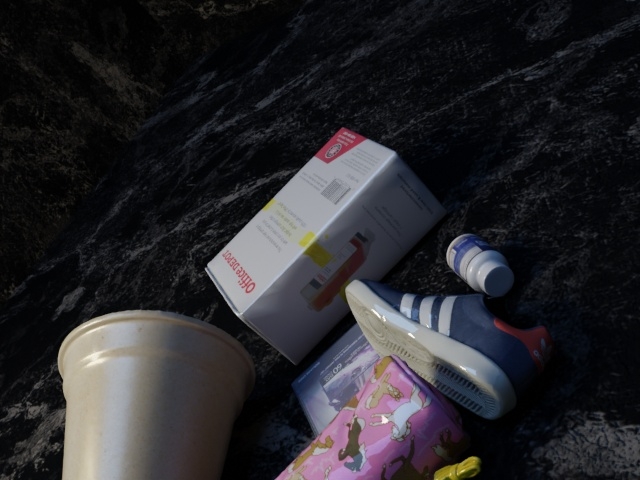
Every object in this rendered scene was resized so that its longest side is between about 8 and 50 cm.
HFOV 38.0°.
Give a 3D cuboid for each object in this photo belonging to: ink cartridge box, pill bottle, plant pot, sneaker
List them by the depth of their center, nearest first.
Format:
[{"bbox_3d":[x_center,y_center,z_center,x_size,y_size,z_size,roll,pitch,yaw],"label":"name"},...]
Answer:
[{"bbox_3d":[0.178,0.119,1.297,0.148,0.131,0.350,-36,37,-19],"label":"sneaker"},{"bbox_3d":[0.241,0.039,1.395,0.067,0.067,0.120,-43,26,2],"label":"pill bottle"},{"bbox_3d":[-0.276,0.331,1.480,0.333,0.334,0.306,-29,41,29],"label":"plant pot"},{"bbox_3d":[0.000,0.000,1.699,0.384,0.160,0.279,-45,25,-1],"label":"ink cartridge box"}]

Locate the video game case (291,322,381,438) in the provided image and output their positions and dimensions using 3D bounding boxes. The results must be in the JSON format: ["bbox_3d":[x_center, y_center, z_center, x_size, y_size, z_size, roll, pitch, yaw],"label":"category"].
[{"bbox_3d":[0.062,0.227,1.428,0.196,0.026,0.274,-43,25,3],"label":"video game case"}]

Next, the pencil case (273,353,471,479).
[{"bbox_3d":[0.015,0.329,1.190,0.386,0.160,0.167,-46,3,-2],"label":"pencil case"}]

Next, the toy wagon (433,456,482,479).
[{"bbox_3d":[0.164,0.388,0.988,0.267,0.068,0.344,-30,28,27],"label":"toy wagon"}]
